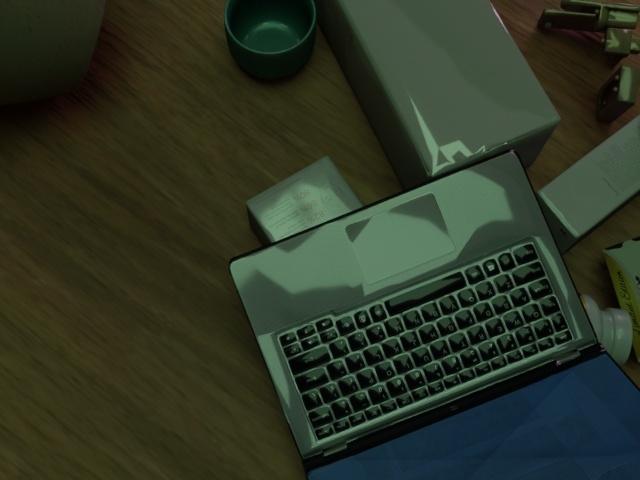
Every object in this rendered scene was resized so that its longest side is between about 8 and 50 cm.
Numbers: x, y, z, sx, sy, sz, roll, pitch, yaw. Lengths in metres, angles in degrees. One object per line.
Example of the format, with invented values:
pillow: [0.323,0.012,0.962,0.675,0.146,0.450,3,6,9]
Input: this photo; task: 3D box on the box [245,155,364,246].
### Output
box: [0.000,0.000,1.041,0.130,0.091,0.170,-30,75,-11]

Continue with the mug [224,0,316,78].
mug: [-0.063,-0.309,1.137,0.129,0.097,0.158,37,74,10]

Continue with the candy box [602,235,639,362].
candy box: [0.495,0.049,0.982,0.233,0.071,0.159,-25,68,34]

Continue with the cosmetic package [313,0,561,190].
cosmetic package: [0.146,-0.249,1.094,0.197,0.155,0.366,-21,74,-8]

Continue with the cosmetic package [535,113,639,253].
cosmetic package: [0.385,-0.079,1.066,0.231,0.117,0.085,-34,75,-13]

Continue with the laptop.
laptop: [0.132,0.133,0.836,0.382,0.236,0.408,-21,84,-1]

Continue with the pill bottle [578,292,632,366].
pill bottle: [0.293,0.114,1.006,0.184,0.103,0.103,7,72,0]

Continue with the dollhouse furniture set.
dollhouse furniture set: [0.376,-0.259,1.125,0.123,0.144,0.151,8,86,6]

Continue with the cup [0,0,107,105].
cup: [-0.419,-0.314,1.043,0.237,0.331,0.331,14,70,-25]
